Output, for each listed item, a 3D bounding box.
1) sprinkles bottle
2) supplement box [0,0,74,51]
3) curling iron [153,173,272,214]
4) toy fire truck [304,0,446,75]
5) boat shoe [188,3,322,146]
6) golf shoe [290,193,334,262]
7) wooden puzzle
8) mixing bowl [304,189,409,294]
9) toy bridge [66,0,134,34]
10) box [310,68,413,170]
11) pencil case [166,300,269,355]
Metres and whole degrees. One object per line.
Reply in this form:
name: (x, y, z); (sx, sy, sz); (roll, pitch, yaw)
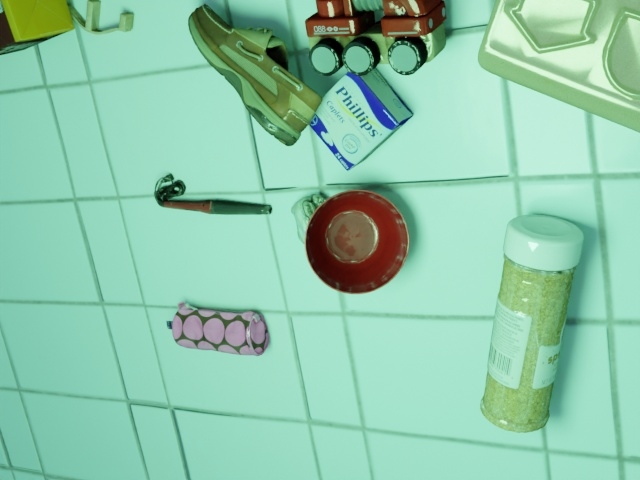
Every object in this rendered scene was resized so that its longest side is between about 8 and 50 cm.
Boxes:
sprinkles bottle: (0.343, 0.140, 1.458); (0.121, 0.121, 0.356); (15, 117, 24)
supplement box: (-0.620, -0.478, 1.747); (0.194, 0.129, 0.191); (-5, 107, 42)
curling iron: (-0.220, -0.079, 1.748); (0.274, 0.035, 0.068); (13, 115, 26)
toy fire truck: (0.084, -0.403, 1.393); (0.217, 0.158, 0.246); (6, 122, 29)
boat shoe: (-0.106, -0.305, 1.535); (0.120, 0.122, 0.324); (-44, 66, 12)
golf shoe: (0.000, 0.000, 1.649); (0.086, 0.069, 0.176); (-9, 104, 55)
wooden puzzle: (0.422, -0.349, 1.249); (0.322, 0.080, 0.348); (27, 125, 19)
mixing bowl: (0.060, -0.003, 1.560); (0.181, 0.098, 0.182); (0, 97, -3)
toy bridge: (-0.449, -0.443, 1.742); (0.188, 0.026, 0.063); (24, 121, 21)
box: (0.063, -0.212, 1.509); (0.126, 0.072, 0.137); (50, 124, 3)
pencil case: (-0.207, 0.181, 1.815); (0.209, 0.095, 0.098); (3, 95, 27)
